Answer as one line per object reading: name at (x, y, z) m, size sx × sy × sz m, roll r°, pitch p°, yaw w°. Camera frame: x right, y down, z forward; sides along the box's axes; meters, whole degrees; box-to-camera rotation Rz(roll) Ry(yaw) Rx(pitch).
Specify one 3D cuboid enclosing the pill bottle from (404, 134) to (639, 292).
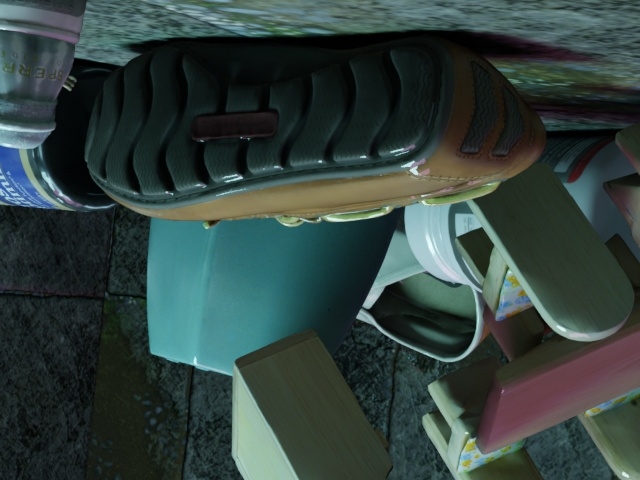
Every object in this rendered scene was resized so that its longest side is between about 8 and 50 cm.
pill bottle at (0.218, -0.020, 1.700) m, size 0.161 × 0.161 × 0.283 m, roll 7°, pitch 179°, yaw -33°

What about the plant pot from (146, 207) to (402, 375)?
plant pot at (-0.045, -0.002, 1.448) m, size 0.165 × 0.234 × 0.166 m, roll 17°, pitch 174°, yaw -24°

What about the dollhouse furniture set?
dollhouse furniture set at (0.164, 0.154, 1.360) m, size 0.394 × 0.256 × 0.362 m, roll -21°, pitch 151°, yaw -16°

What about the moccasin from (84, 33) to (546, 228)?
moccasin at (-0.017, -0.076, 1.245) m, size 0.380 × 0.139 × 0.147 m, roll -7°, pitch 162°, yaw 40°

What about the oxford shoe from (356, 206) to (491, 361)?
oxford shoe at (0.000, 0.000, 1.869) m, size 0.449 × 0.130 × 0.169 m, roll 24°, pitch 134°, yaw -8°

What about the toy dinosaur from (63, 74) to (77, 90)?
toy dinosaur at (-0.237, -0.139, 1.304) m, size 0.092 × 0.053 × 0.183 m, roll 26°, pitch 159°, yaw -38°

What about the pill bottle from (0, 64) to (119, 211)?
pill bottle at (-0.252, -0.090, 1.541) m, size 0.123 × 0.123 × 0.219 m, roll 7°, pitch 178°, yaw -41°

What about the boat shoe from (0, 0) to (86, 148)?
boat shoe at (-0.241, -0.107, 1.135) m, size 0.118 × 0.103 × 0.320 m, roll 7°, pitch 178°, yaw -32°
